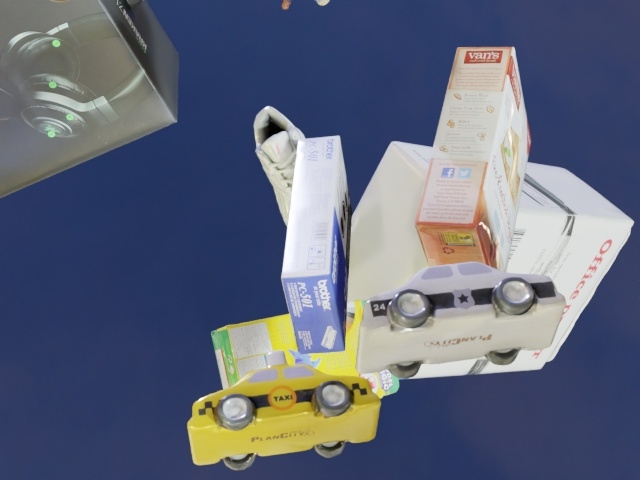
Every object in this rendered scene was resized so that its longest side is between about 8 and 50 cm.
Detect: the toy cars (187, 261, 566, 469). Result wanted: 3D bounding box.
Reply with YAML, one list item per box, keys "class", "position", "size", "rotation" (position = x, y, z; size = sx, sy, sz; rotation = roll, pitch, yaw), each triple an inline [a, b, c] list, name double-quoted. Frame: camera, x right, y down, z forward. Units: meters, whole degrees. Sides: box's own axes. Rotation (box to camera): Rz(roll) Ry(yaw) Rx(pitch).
- class: "toy cars"
  position: [0.039, 0.109, 1.033]
  size: [0.176, 0.393, 0.087]
  rotation: [31, -144, -44]

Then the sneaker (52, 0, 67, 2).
- class: "sneaker"
  position: [-0.142, -0.246, 0.751]
  size: [0.066, 0.188, 0.071]
  rotation: [31, -171, -28]

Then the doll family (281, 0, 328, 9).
- class: "doll family"
  position: [0.032, -0.322, 1.205]
  size: [0.076, 0.193, 0.111]
  rotation: [38, -164, 10]

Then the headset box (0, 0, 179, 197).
- class: "headset box"
  position: [-0.294, -0.187, 1.006]
  size: [0.131, 0.283, 0.246]
  rotation: [-97, -19, -51]

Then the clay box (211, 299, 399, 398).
- class: "clay box"
  position: [-0.014, 0.150, 1.339]
  size: [0.222, 0.053, 0.127]
  rotation: [-8, -98, -32]

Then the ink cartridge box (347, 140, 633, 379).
- class: "ink cartridge box"
  position: [0.217, 0.036, 1.545]
  size: [0.395, 0.285, 0.166]
  rotation: [4, -147, -43]

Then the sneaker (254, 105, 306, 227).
- class: "sneaker"
  position: [-0.044, -0.095, 1.537]
  size: [0.090, 0.115, 0.232]
  rotation: [-33, -124, 3]

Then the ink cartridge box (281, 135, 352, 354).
- class: "ink cartridge box"
  position: [0.000, 0.000, 1.031]
  size: [0.046, 0.097, 0.207]
  rotation: [-4, -140, 8]

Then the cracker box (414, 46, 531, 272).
- class: "cracker box"
  position: [0.164, -0.065, 1.134]
  size: [0.067, 0.156, 0.232]
  rotation: [3, -123, 21]
